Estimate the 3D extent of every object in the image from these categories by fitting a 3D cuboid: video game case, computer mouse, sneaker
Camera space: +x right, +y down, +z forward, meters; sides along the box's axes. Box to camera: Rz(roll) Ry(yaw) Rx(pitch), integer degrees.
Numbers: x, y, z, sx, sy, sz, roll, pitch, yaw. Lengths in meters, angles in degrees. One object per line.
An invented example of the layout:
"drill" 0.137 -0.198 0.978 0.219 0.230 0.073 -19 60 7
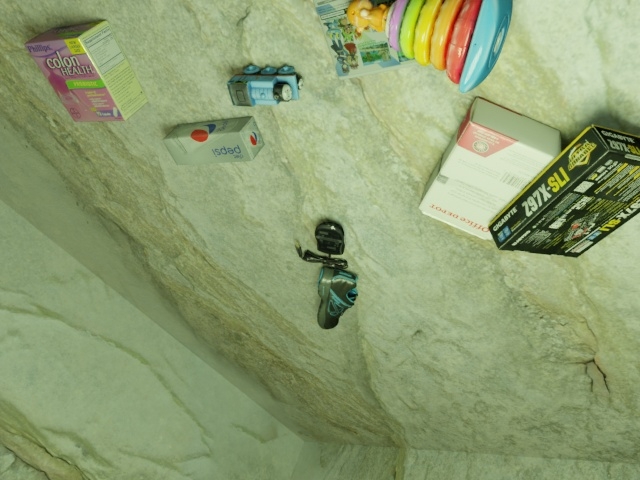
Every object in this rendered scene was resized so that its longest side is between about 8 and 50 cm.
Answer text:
"video game case" 0.143 -0.493 0.902 0.329 0.036 0.299 -1 133 28
"computer mouse" 0.000 0.000 1.501 0.184 0.060 0.262 9 149 14
"sneaker" 0.064 0.232 1.666 0.140 0.125 0.340 8 142 8

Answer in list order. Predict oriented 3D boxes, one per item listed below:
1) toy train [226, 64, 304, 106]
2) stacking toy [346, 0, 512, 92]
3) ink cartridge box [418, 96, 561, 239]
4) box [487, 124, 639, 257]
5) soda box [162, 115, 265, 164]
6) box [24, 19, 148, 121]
"toy train" -0.135 -0.379 1.120 0.184 0.105 0.080 9 138 20
"stacking toy" 0.185 -0.402 0.851 0.302 0.166 0.175 22 126 21
"ink cartridge box" 0.386 -0.158 1.069 0.207 0.117 0.283 24 141 2
"box" 0.570 -0.086 0.985 0.257 0.079 0.322 4 143 -22
"soda box" -0.315 -0.289 1.326 0.287 0.091 0.098 2 134 26
"box" -0.659 -0.474 1.291 0.214 0.117 0.242 6 136 23
